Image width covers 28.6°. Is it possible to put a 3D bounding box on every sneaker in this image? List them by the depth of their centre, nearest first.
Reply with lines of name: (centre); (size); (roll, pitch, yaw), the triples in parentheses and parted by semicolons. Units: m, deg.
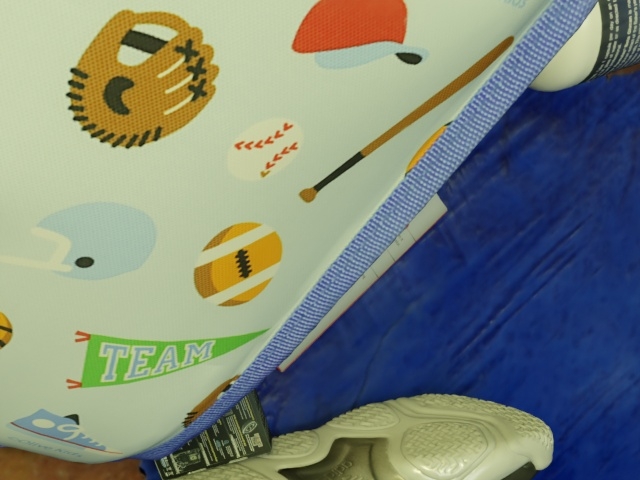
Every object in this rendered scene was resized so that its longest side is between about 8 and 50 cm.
sneaker: (0.022, 0.193, 0.764); (0.269, 0.101, 0.153); (-13, 109, -22)

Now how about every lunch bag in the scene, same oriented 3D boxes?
lunch bag: (-0.140, -0.074, 0.508); (0.328, 0.239, 0.385); (18, 121, -35)

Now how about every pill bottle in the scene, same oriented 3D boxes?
pill bottle: (0.158, -0.144, 0.759); (0.169, 0.094, 0.094); (-21, 112, -26)

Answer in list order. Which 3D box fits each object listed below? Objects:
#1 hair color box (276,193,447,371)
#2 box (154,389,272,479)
hair color box: (0.000, 0.000, 0.732); (0.141, 0.043, 0.072); (-43, 120, -14)
box: (-0.070, 0.090, 0.709); (0.067, 0.018, 0.083); (-16, 113, 4)
